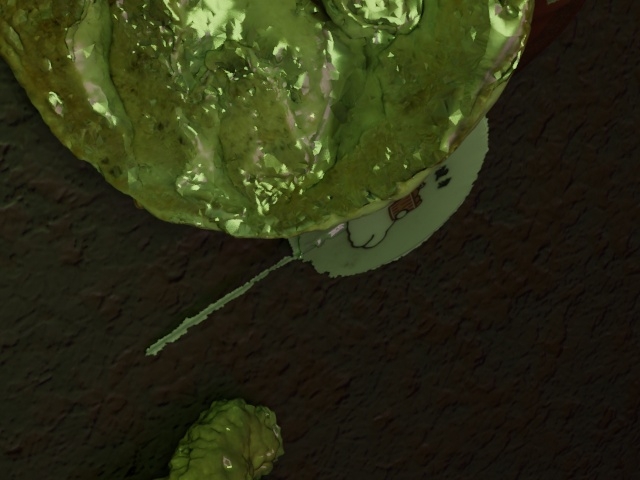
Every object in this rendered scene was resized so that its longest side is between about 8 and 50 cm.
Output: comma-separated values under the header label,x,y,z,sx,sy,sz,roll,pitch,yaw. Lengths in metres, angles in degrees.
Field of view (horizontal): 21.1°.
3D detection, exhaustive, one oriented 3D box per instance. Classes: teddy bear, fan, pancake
label,x,y,z,sx,sy,sz,roll,pitch,yaw
teddy bear,-0.094,0.291,1.380,0.267,0.156,0.256,-34,129,-17
fan,0.000,0.001,1.358,0.329,0.009,0.190,-33,148,-7
pancake,-0.049,-0.185,1.104,0.387,0.082,0.386,3,103,13

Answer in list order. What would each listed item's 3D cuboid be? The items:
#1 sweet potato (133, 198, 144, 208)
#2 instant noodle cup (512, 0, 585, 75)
label,x,y,z,sx,sy,sz,roll,pitch,yaw
sweet potato,-0.081,-0.106,1.258,0.056,0.056,0.195,30,90,-39
instant noodle cup,0.071,-0.175,1.265,0.274,0.090,0.274,-27,160,-11
